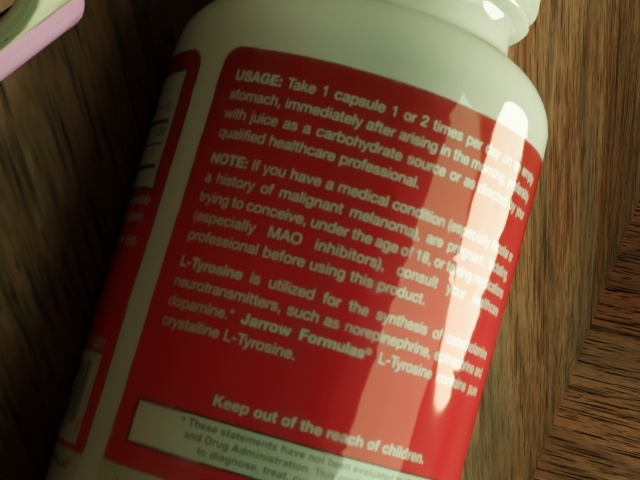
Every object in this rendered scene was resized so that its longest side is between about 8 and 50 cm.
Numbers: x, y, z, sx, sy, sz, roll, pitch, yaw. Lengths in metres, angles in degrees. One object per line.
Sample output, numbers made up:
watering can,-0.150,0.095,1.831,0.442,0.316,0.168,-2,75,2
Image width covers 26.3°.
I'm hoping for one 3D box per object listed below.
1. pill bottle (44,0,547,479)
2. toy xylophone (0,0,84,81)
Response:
pill bottle,0.000,0.000,0.800,0.229,0.229,0.407,33,72,-68
toy xylophone,-0.120,-0.211,0.439,0.236,0.081,0.322,-47,126,-63
